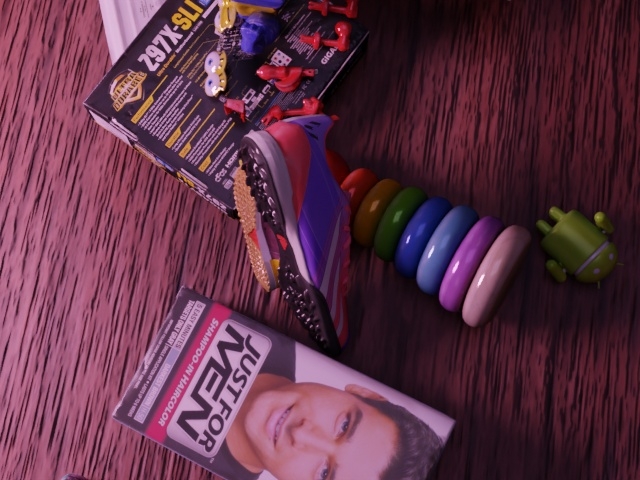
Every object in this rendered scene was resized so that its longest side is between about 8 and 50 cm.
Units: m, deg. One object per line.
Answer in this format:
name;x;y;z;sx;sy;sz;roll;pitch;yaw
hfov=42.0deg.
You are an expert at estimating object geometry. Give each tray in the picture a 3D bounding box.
tray;-0.257;-0.340;1.246;0.145;0.030;0.270;-15;75;1

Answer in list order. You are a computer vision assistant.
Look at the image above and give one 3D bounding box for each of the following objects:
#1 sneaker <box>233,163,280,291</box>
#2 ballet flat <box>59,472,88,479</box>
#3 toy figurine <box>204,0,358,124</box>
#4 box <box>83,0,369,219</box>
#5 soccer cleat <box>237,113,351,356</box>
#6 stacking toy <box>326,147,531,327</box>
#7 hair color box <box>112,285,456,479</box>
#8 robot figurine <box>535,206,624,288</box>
sneaker;-0.057;-0.027;1.090;0.084;0.069;0.185;-19;118;-22
ballet flat;-0.310;0.403;1.032;0.077;0.079;0.221;-9;75;3
toy figurine;-0.040;-0.344;1.036;0.191;0.217;0.362;10;81;-1
box;-0.125;-0.230;1.162;0.257;0.079;0.322;35;81;6
soccer cleat;0.000;0.000;1.029;0.117;0.109;0.318;-26;116;-19
stacking toy;0.096;-0.020;1.083;0.330;0.141;0.141;28;80;18
hair color box;-0.042;0.223;1.034;0.375;0.113;0.185;25;79;11
robot figurine;0.332;0.007;1.075;0.101;0.067;0.115;-45;76;4
